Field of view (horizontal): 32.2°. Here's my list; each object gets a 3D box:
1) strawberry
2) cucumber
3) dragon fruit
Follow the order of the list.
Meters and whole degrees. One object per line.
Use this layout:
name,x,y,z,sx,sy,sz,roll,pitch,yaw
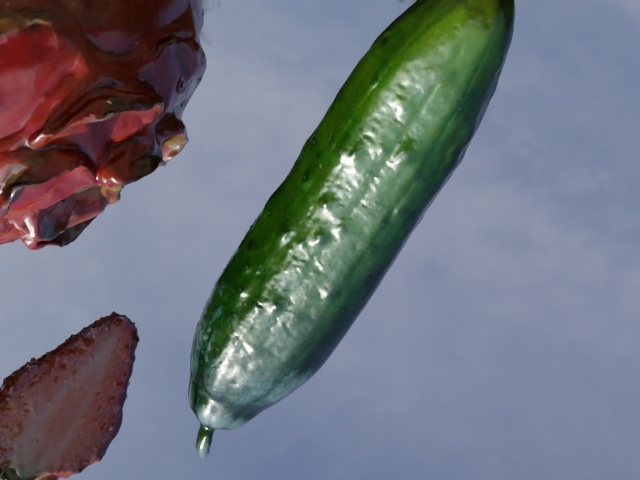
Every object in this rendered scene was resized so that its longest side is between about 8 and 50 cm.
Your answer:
strawberry,-0.316,0.187,1.308,0.236,0.175,0.106,-38,-141,-25
cucumber,0.000,0.000,0.414,0.056,0.250,0.056,22,-144,-17
dragon fruit,-0.172,-0.118,0.605,0.240,0.252,0.241,-1,-173,0
